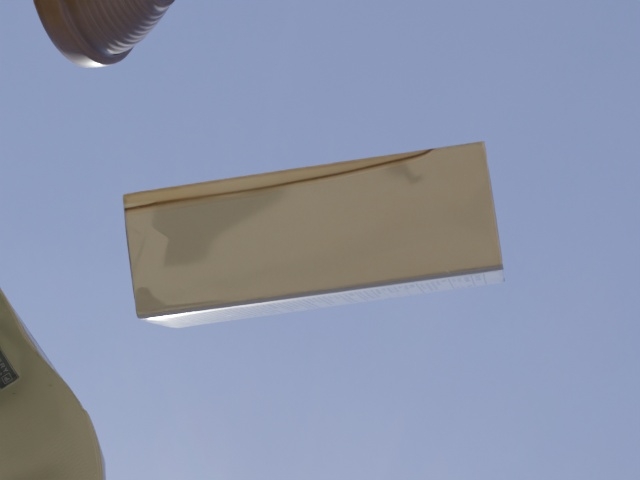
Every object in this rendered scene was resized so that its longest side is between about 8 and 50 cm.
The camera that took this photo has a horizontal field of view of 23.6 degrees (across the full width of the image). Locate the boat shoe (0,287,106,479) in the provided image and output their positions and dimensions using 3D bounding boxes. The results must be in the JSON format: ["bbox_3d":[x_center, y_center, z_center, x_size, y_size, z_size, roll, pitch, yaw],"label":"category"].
[{"bbox_3d":[-0.204,0.120,1.055,0.079,0.081,0.227,-29,-119,-9],"label":"boat shoe"}]

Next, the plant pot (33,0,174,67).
[{"bbox_3d":[-0.230,-0.318,1.735,0.110,0.237,0.237,-2,-134,21],"label":"plant pot"}]

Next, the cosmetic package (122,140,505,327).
[{"bbox_3d":[0.000,0.000,1.328,0.310,0.160,0.113,-9,-97,5],"label":"cosmetic package"}]
